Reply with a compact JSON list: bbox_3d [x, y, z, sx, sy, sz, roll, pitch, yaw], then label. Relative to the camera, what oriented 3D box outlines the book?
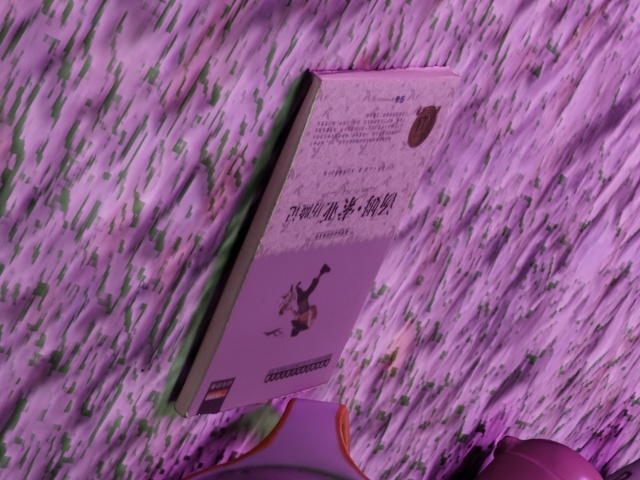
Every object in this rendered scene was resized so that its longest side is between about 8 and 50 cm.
[{"bbox_3d":[0.000,0.000,0.920,0.127,0.014,0.181,-9,126,-57],"label":"book"}]

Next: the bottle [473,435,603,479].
[{"bbox_3d":[0.091,0.224,1.217,0.233,0.110,0.110,-45,151,-21],"label":"bottle"}]

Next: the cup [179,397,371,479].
[{"bbox_3d":[-0.015,0.214,0.997,0.264,0.182,0.226,85,15,-61],"label":"cup"}]

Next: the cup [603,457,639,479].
[{"bbox_3d":[0.200,0.295,1.440,0.234,0.186,0.258,-23,166,-36],"label":"cup"}]
